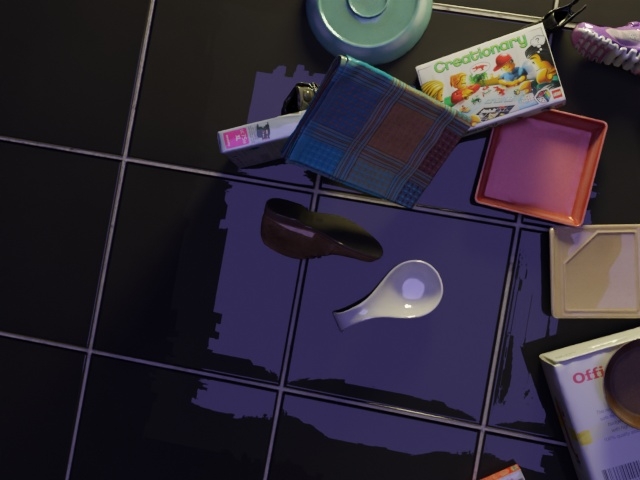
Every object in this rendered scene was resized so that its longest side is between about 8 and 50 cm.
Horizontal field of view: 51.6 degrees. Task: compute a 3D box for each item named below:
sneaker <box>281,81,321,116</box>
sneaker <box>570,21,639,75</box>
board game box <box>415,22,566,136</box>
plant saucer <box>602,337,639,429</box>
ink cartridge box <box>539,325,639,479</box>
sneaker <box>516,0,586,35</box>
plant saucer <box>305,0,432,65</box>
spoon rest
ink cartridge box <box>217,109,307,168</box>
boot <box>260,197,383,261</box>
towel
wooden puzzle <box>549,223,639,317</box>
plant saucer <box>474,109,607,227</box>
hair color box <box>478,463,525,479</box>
[{"bbox_3d":[0.009,-0.346,1.595,0.228,0.130,0.087,-21,89,2],"label":"sneaker"},{"bbox_3d":[0.711,-0.469,1.560,0.237,0.095,0.104,20,84,0],"label":"sneaker"},{"bbox_3d":[0.396,-0.364,1.560,0.305,0.053,0.192,-16,80,16],"label":"board game box"},{"bbox_3d":[0.694,0.301,1.401,0.199,0.036,0.198,0,88,6],"label":"plant saucer"},{"bbox_3d":[0.699,0.409,1.496,0.279,0.160,0.384,-17,87,4],"label":"ink cartridge box"},{"bbox_3d":[0.537,-0.514,1.572,0.170,0.089,0.051,-25,86,4],"label":"sneaker"},{"bbox_3d":[0.118,-0.593,1.635,0.318,0.044,0.317,0,88,6],"label":"plant saucer"},{"bbox_3d":[0.161,0.146,1.590,0.276,0.084,0.137,-25,87,5],"label":"spoon rest"},{"bbox_3d":[-0.071,-0.248,1.569,0.311,0.186,0.065,-11,85,4],"label":"ink cartridge box"},{"bbox_3d":[0.000,0.000,1.617,0.305,0.112,0.115,20,120,1],"label":"boot"},{"bbox_3d":[0.131,-0.229,1.486,0.370,0.040,0.271,19,118,-27],"label":"towel"},{"bbox_3d":[0.660,0.073,1.573,0.239,0.044,0.220,0,88,0],"label":"wooden puzzle"},{"bbox_3d":[0.522,-0.184,1.586,0.259,0.048,0.259,14,89,5],"label":"plant saucer"},{"bbox_3d":[0.422,0.597,1.574,0.141,0.043,0.072,-25,86,5],"label":"hair color box"}]
